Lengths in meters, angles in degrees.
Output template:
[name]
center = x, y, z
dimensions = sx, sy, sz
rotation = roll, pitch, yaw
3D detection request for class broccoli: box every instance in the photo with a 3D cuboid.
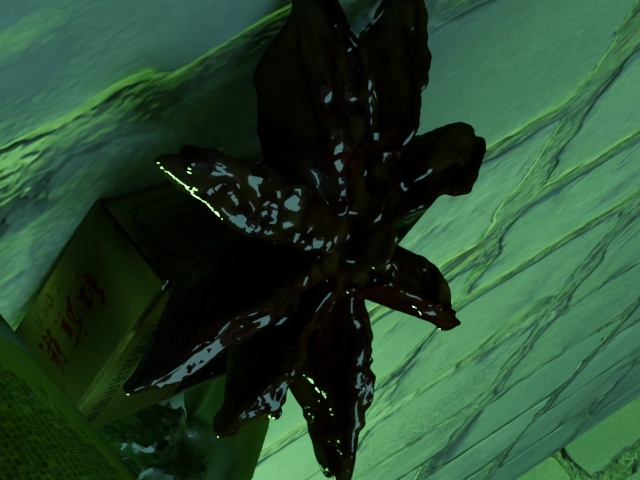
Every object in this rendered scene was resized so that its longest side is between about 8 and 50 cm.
[broccoli]
center = -0.132, 0.198, 1.242
dimensions = 0.186, 0.302, 0.254
rotation = -10, 158, 15

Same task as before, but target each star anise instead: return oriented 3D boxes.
[star anise]
center = 0.000, 0.001, 0.930
dimensions = 0.288, 0.088, 0.288
rotation = -26, 128, -40

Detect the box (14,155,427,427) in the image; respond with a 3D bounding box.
[box]
center = -0.056, 0.019, 1.056
dimensions = 0.240, 0.071, 0.159
rotation = -20, 153, -45

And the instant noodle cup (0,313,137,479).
[instant noodle cup]
center = -0.210, 0.124, 0.774
dimensions = 0.264, 0.200, 0.264
rotation = -34, 163, -12
